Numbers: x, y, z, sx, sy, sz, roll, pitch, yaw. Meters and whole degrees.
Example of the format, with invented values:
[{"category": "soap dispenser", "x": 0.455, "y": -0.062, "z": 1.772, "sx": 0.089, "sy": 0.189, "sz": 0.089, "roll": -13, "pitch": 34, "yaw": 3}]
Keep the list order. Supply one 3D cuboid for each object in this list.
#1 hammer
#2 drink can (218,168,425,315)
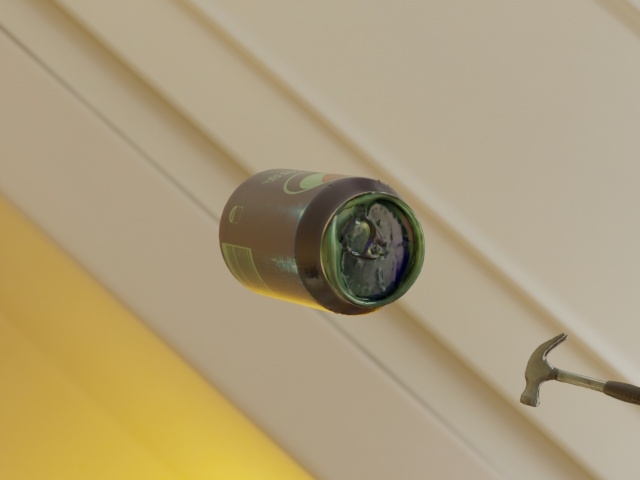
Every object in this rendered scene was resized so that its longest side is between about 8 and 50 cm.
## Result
[{"category": "hammer", "x": 0.382, "y": 0.187, "z": 2.305, "sx": 0.029, "sy": 0.246, "sz": 0.103, "roll": 25, "pitch": -102, "yaw": -67}, {"category": "drink can", "x": 0.000, "y": 0.000, "z": 1.523, "sx": 0.118, "sy": 0.118, "sz": 0.205, "roll": -46, "pitch": 23, "yaw": -15}]
